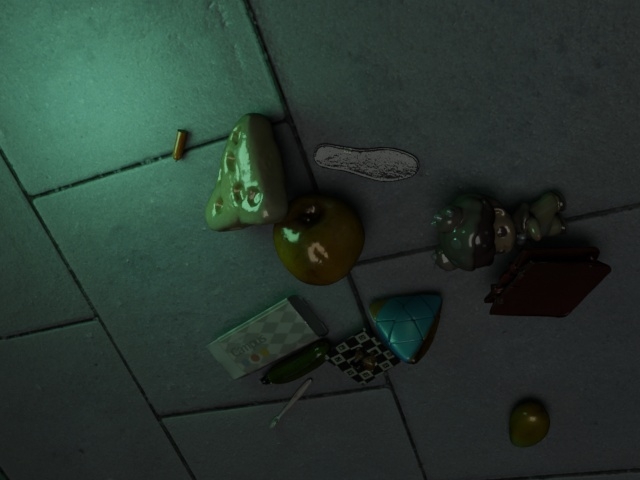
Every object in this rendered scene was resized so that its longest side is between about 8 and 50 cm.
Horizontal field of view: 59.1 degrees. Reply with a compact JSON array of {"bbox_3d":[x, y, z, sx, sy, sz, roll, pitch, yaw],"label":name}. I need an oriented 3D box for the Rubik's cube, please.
[{"bbox_3d":[0.272,0.241,1.788,0.254,0.254,0.254,5,118,10],"label":"Rubik's cube"}]

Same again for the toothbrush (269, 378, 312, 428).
[{"bbox_3d":[-0.114,0.617,2.124,0.025,0.029,0.307,36,118,1],"label":"toothbrush"}]

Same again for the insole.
[{"bbox_3d":[0.132,-0.231,1.647,0.309,0.012,0.110,11,120,6],"label":"insole"}]

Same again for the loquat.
[{"bbox_3d":[0.000,0.000,1.665,0.274,0.275,0.275,5,118,10],"label":"loquat"}]

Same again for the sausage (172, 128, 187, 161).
[{"bbox_3d":[-0.433,-0.288,1.731,0.031,0.031,0.107,21,120,1],"label":"sausage"}]

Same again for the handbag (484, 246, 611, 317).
[{"bbox_3d":[0.631,0.120,1.584,0.275,0.084,0.260,1,141,-15],"label":"handbag"}]

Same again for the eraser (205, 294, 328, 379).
[{"bbox_3d":[-0.190,0.346,1.972,0.396,0.082,0.213,-31,106,24],"label":"eraser"}]

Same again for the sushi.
[{"bbox_3d":[0.144,0.392,1.939,0.192,0.040,0.210,-38,117,21],"label":"sushi"}]

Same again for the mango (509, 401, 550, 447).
[{"bbox_3d":[0.702,0.629,1.914,0.130,0.092,0.195,20,124,0],"label":"mango"}]

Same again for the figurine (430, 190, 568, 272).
[{"bbox_3d":[0.491,-0.038,1.571,0.380,0.203,0.248,-12,139,0],"label":"figurine"}]

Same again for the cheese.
[{"bbox_3d":[-0.233,-0.197,1.659,0.351,0.129,0.329,-6,87,51],"label":"cheese"}]

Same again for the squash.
[{"bbox_3d":[-0.091,0.448,2.003,0.331,0.087,0.087,-32,106,25],"label":"squash"}]
